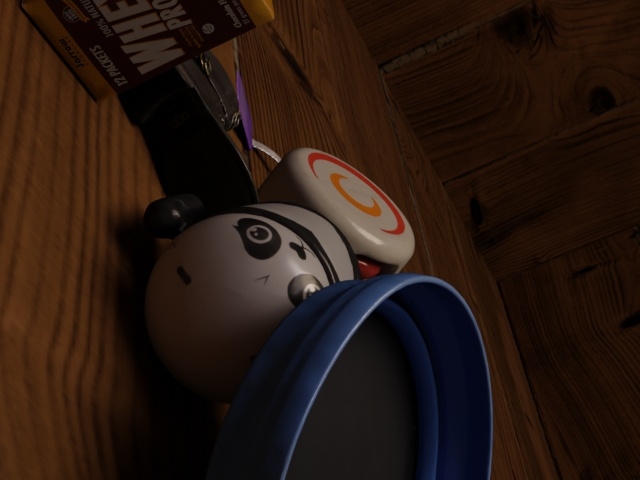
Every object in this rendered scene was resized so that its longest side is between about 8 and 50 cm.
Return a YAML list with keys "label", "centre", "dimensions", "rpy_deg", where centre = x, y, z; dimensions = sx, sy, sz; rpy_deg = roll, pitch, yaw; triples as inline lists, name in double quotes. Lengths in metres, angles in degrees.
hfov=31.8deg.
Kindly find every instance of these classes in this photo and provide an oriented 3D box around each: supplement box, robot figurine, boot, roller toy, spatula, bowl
- label: "supplement box"
  centre: [-0.166, -0.272, 1.091]
  dimensions: [0.129, 0.194, 0.191]
  rpy_deg: [55, 17, -42]
- label: "robot figurine"
  centre: [-0.053, 0.049, 1.034]
  dimensions: [0.278, 0.209, 0.174]
  rpy_deg: [-25, 118, -77]
- label: "boot"
  centre: [-0.123, -0.128, 1.256]
  dimensions: [0.263, 0.091, 0.229]
  rpy_deg: [64, 13, -8]
- label: "roller toy"
  centre: [0.000, 0.000, 1.326]
  dimensions: [0.191, 0.146, 0.209]
  rpy_deg: [39, 20, -1]
- label: "spatula"
  centre: [-0.061, -0.106, 1.592]
  dimensions: [0.296, 0.030, 0.084]
  rpy_deg: [58, 17, -34]
- label: "bowl"
  centre: [0.031, 0.219, 0.914]
  dimensions: [0.391, 0.077, 0.391]
  rpy_deg: [-18, 111, -57]
